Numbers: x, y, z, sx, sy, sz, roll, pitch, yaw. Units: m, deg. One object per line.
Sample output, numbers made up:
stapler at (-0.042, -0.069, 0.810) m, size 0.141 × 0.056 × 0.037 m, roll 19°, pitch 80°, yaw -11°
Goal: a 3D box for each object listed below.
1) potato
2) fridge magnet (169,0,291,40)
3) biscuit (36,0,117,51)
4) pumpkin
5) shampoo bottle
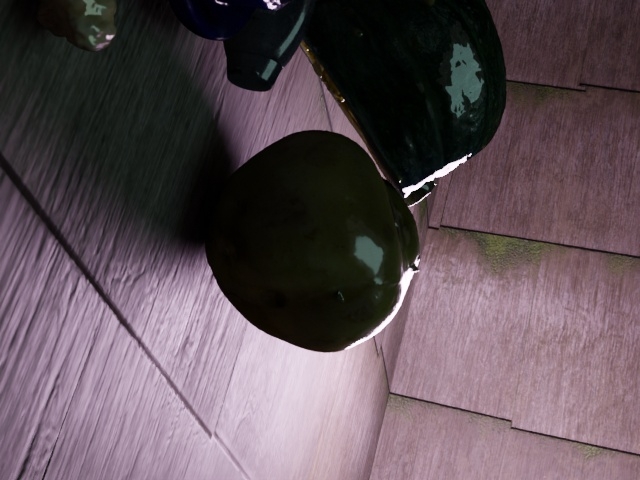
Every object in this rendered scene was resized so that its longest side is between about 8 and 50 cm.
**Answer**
potato at (-0.002, 0.004, 1.082) m, size 0.218 × 0.203 × 0.351 m, roll 57°, pitch 8°, yaw 3°
fridge magnet at (-0.058, -0.289, 0.804) m, size 0.265 × 0.113 × 0.265 m, roll 13°, pitch 90°, yaw -77°
biscuit at (-0.143, -0.226, 0.609) m, size 0.061 × 0.055 × 0.219 m, roll -142°, pitch -126°, yaw -61°
pumpkin at (0.104, -0.192, 1.115) m, size 0.263 × 0.197 × 0.293 m, roll 58°, pitch 4°, yaw -12°
shampoo bottle at (-0.041, -0.256, 0.962) m, size 0.049 × 0.087 × 0.233 m, roll 52°, pitch 48°, yaw -72°
